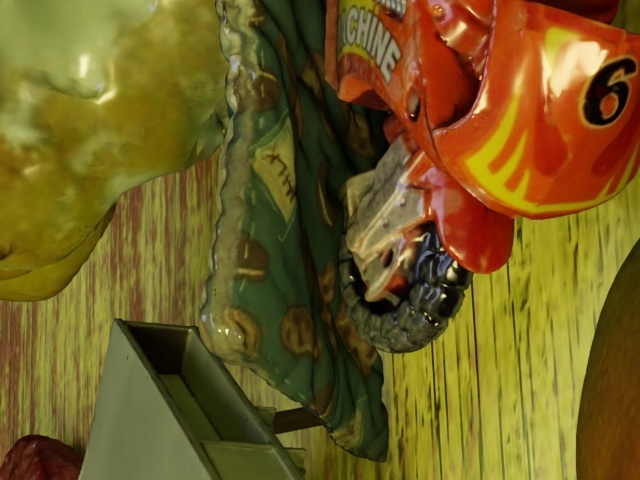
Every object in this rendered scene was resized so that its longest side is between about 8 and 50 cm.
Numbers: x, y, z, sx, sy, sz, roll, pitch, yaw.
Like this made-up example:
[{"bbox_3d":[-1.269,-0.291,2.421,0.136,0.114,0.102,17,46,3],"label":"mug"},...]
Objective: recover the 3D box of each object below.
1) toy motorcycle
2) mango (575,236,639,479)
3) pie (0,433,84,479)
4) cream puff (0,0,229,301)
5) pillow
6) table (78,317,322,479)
[{"bbox_3d":[0.061,-0.109,0.708,0.171,0.089,0.298,160,116,-63],"label":"toy motorcycle"},{"bbox_3d":[0.134,0.071,0.451,0.289,0.129,0.146,-127,47,-70],"label":"mango"},{"bbox_3d":[-0.187,0.214,1.235,0.182,0.049,0.182,-171,90,-68],"label":"pie"},{"bbox_3d":[-0.186,-0.149,0.953,0.275,0.378,0.378,35,115,56],"label":"cream puff"},{"bbox_3d":[-0.004,-0.049,0.779,0.189,0.034,0.255,45,-140,-64],"label":"pillow"},{"bbox_3d":[-0.018,0.138,0.790,0.240,0.111,0.121,-132,52,-60],"label":"table"}]
